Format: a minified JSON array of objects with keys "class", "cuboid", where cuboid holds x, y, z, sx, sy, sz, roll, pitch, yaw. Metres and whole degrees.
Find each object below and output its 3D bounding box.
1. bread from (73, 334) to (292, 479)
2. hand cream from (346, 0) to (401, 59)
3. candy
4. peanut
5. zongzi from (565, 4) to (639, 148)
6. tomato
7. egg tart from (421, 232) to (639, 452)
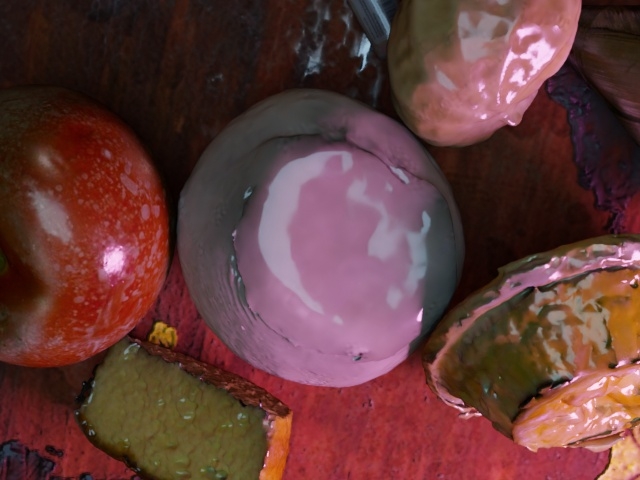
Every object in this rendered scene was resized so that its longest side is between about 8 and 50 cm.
[{"class":"bread","cuboid":[-0.117,0.194,1.329,0.260,0.134,0.129,23,91,32]},{"class":"hand cream","cuboid":[0.037,-0.259,1.261,0.067,0.043,0.209,-26,96,7]},{"class":"candy","cuboid":[0.000,0.000,1.248,0.295,0.185,0.295,-1,102,-3]},{"class":"peanut","cuboid":[0.158,-0.249,1.183,0.158,0.174,0.340,10,92,-22]},{"class":"zongzi","cuboid":[0.330,-0.105,1.256,0.300,0.138,0.286,9,121,24]},{"class":"tomato","cuboid":[-0.262,-0.021,1.242,0.270,0.222,0.270,11,113,26]},{"class":"egg tart","cuboid":[0.251,0.111,1.224,0.315,0.120,0.315,-11,147,-8]}]
